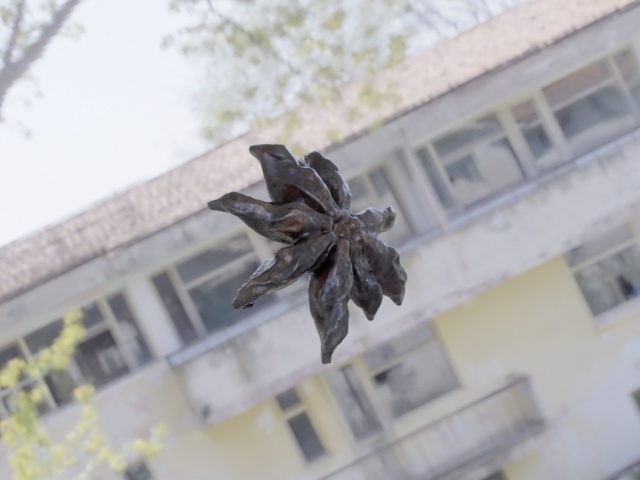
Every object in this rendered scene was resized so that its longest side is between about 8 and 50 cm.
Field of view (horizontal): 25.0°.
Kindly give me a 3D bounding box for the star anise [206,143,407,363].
[{"bbox_3d":[0.000,-0.002,0.830,0.141,0.141,0.042,-26,-9,-47],"label":"star anise"}]
